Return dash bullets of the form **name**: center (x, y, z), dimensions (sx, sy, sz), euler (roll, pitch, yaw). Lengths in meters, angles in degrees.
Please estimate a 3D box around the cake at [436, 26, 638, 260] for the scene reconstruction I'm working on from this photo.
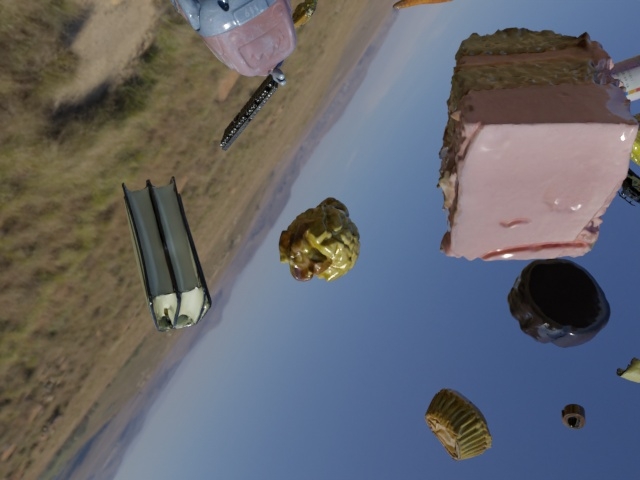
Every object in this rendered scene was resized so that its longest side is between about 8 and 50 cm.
- **cake**: center (0.354, -0.167, 0.967), dimensions (0.306, 0.293, 0.314), euler (-77, 164, -47)

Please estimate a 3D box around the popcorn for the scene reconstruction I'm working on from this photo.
- **popcorn**: center (0.000, 0.000, 1.734), dimensions (0.265, 0.225, 0.332), euler (-33, -157, 29)

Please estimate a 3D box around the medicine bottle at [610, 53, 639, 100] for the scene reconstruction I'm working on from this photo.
- **medicine bottle**: center (1.114, -0.575, 1.964), dimensions (0.255, 0.152, 0.152), euler (-20, -165, 8)

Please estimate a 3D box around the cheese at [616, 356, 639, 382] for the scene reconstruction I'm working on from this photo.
- **cheese**: center (0.762, 0.318, 1.346), dimensions (0.041, 0.060, 0.084), euler (-58, 162, -33)

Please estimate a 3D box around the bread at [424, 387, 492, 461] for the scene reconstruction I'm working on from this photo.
- **bread**: center (0.449, 0.614, 1.856), dimensions (0.139, 0.240, 0.240), euler (-25, 174, -21)

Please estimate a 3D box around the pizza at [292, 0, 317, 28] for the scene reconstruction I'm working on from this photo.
- **pizza**: center (-0.052, -0.667, 1.625), dimensions (0.099, 0.036, 0.160), euler (-62, -156, 1)

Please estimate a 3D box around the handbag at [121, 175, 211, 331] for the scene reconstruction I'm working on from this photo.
- **handbag**: center (-0.412, 0.038, 1.480), dimensions (0.236, 0.160, 0.358), euler (120, -46, -57)

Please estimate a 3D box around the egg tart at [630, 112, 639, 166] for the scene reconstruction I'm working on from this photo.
- **egg tart**: center (0.940, -0.242, 1.510), dimensions (0.132, 0.345, 0.345), euler (-43, -169, 15)

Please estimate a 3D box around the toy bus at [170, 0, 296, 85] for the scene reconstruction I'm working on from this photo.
- **toy bus**: center (-0.159, -0.436, 1.067), dimensions (0.197, 0.232, 0.294), euler (-34, -135, -4)

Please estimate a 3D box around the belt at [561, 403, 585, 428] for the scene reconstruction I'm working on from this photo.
- **belt**: center (0.670, 0.468, 1.475), dimensions (0.083, 0.059, 0.036), euler (72, 29, -42)

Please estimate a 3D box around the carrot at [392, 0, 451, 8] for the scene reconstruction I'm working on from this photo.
- **carrot**: center (0.369, -0.848, 1.946), dimensions (0.257, 0.061, 0.061), euler (-16, -175, -5)

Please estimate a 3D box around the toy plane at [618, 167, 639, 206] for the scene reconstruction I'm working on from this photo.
- **toy plane**: center (0.931, -0.173, 1.676), dimensions (0.078, 0.197, 0.053), euler (-36, 159, -14)

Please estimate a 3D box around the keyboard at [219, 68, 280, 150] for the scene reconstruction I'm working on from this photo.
- **keyboard**: center (-0.219, -0.395, 1.695), dimensions (0.317, 0.027, 0.106), euler (-38, -145, 41)

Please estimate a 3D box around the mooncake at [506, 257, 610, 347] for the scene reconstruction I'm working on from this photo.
- **mooncake**: center (0.717, 0.194, 1.689), dimensions (0.141, 0.283, 0.283), euler (95, 18, -53)
